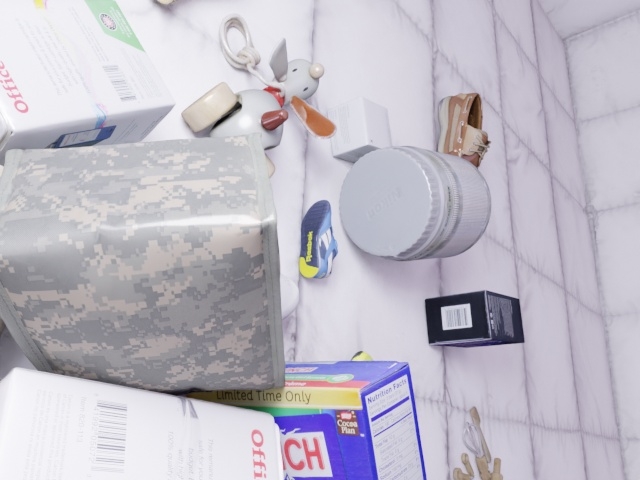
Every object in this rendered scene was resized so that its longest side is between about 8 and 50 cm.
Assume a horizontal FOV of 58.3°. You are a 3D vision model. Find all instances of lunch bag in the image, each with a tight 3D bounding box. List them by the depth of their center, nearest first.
[{"bbox_3d":[-0.156,0.055,0.570,0.169,0.235,0.287,-106,-167,-49],"label":"lunch bag"}]

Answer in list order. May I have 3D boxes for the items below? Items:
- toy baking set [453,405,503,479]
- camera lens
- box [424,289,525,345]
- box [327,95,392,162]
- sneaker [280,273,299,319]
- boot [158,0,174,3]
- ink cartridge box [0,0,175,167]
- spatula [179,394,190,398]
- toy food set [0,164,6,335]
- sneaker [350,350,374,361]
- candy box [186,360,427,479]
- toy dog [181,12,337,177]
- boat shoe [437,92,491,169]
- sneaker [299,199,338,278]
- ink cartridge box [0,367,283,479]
[{"bbox_3d":[0.372,0.528,1.325,0.197,0.030,0.256,52,43,-28],"label":"toy baking set"},{"bbox_3d":[0.195,-0.071,1.141,0.274,0.219,0.219,-1,79,-52],"label":"camera lens"},{"bbox_3d":[0.357,0.185,1.318,0.207,0.153,0.108,15,67,-48],"label":"box"},{"bbox_3d":[0.081,-0.218,1.152,0.102,0.087,0.101,6,74,-51],"label":"box"},{"bbox_3d":[-0.120,0.053,0.759,0.297,0.129,0.111,18,45,-50],"label":"sneaker"},{"bbox_3d":[-0.230,-0.491,0.845,0.203,0.095,0.262,-47,120,-47],"label":"boot"},{"bbox_3d":[-0.296,-0.179,0.635,0.212,0.093,0.154,-30,89,-53],"label":"ink cartridge box"},{"bbox_3d":[-0.228,0.243,0.668,0.168,0.019,0.242,42,52,-37],"label":"spatula"},{"bbox_3d":[-0.393,-0.002,0.480,0.306,0.092,0.220,43,53,-45],"label":"toy food set"},{"bbox_3d":[0.113,0.292,1.020,0.081,0.094,0.209,-25,97,-51],"label":"sneaker"},{"bbox_3d":[-0.011,0.314,0.696,0.122,0.268,0.317,-7,87,-55],"label":"candy box"},{"bbox_3d":[-0.068,-0.222,0.903,0.220,0.161,0.334,41,49,-37],"label":"toy dog"},{"bbox_3d":[0.389,-0.259,1.535,0.123,0.116,0.324,20,63,-47],"label":"boat shoe"},{"bbox_3d":[0.000,0.000,1.009,0.059,0.053,0.144,23,69,-46],"label":"sneaker"},{"bbox_3d":[-0.174,0.256,0.525,0.283,0.117,0.207,24,43,-37],"label":"ink cartridge box"}]
